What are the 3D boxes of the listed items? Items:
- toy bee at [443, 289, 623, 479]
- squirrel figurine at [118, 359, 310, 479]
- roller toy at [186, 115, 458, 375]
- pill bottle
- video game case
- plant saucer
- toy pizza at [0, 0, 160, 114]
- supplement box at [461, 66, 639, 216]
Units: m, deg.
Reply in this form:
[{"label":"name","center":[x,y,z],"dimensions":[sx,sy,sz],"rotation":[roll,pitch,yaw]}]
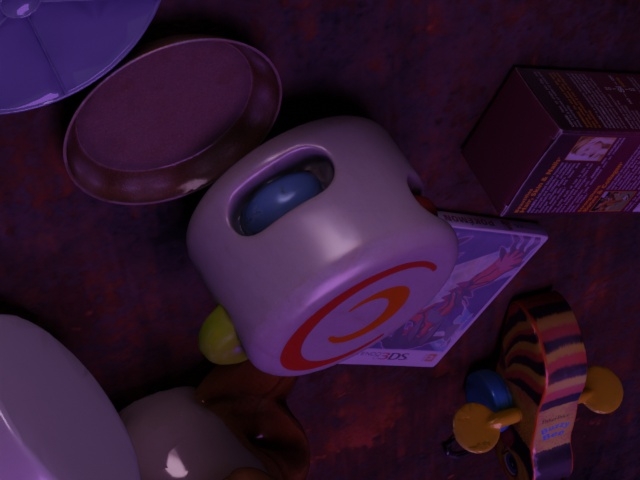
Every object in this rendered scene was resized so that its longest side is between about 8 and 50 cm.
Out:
[{"label":"toy bee","center":[0.239,0.198,1.626],"dimensions":[0.195,0.162,0.298],"rotation":[-27,146,-5]},{"label":"squirrel figurine","center":[-0.093,0.344,1.389],"dimensions":[0.281,0.370,0.397],"rotation":[-16,145,-18]},{"label":"roller toy","center":[0.000,0.000,1.199],"dimensions":[0.209,0.146,0.191],"rotation":[-14,152,-39]},{"label":"pill bottle","center":[-0.350,0.245,1.208],"dimensions":[0.392,0.224,0.224],"rotation":[-37,146,12]},{"label":"video game case","center":[0.096,0.050,1.449],"dimensions":[0.183,0.023,0.201],"rotation":[5,134,-40]},{"label":"plant saucer","center":[-0.110,-0.092,1.105],"dimensions":[0.168,0.029,0.168],"rotation":[-20,148,-14]},{"label":"toy pizza","center":[-0.193,-0.159,0.956],"dimensions":[0.201,0.032,0.201],"rotation":[-20,145,-15]},{"label":"supplement box","center":[0.231,-0.084,1.315],"dimensions":[0.188,0.081,0.104],"rotation":[-1,138,-35]}]
